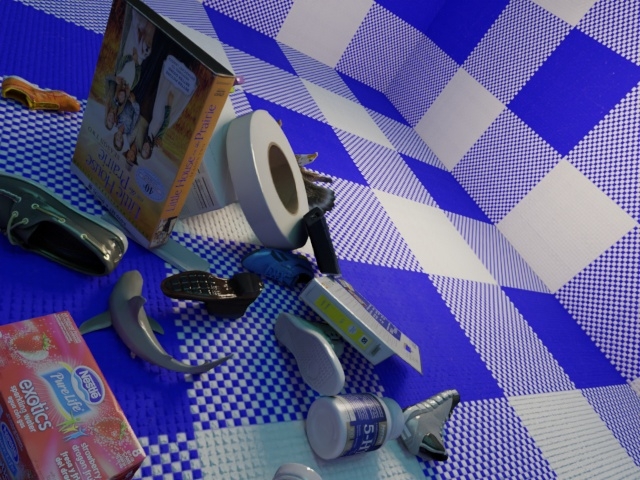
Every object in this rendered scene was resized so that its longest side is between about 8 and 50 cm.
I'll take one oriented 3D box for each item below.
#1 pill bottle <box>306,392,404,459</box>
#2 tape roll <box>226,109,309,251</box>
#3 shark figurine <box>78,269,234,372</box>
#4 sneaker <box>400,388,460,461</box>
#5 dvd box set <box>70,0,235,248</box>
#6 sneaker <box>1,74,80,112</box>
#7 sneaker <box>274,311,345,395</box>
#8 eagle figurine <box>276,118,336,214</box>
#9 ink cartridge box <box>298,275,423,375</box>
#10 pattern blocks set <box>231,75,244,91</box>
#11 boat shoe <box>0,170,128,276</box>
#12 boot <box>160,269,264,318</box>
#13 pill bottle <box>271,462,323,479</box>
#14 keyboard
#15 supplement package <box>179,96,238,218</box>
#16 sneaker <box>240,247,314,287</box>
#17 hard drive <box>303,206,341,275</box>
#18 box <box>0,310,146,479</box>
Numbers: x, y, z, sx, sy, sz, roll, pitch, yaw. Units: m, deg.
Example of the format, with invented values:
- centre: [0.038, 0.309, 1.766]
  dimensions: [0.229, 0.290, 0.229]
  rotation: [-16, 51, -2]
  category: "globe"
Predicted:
- centre: [0.075, 0.366, 0.914]
  dimensions: [0.186, 0.112, 0.112]
  rotation: [10, 40, -38]
  category: "pill bottle"
- centre: [-0.130, -0.160, 1.248]
  dimensions: [0.392, 0.071, 0.393]
  rotation: [-14, 90, -75]
  category: "tape roll"
- centre: [-0.304, 0.154, 0.817]
  dimensions: [0.278, 0.116, 0.166]
  rotation: [42, 32, 13]
  category: "shark figurine"
- centre: [0.269, 0.439, 1.060]
  dimensions: [0.228, 0.086, 0.132]
  rotation: [-6, 55, -36]
  category: "sneaker"
- centre: [-0.373, -0.236, 0.954]
  dimensions: [0.307, 0.421, 0.062]
  rotation: [42, 30, 16]
  category: "dvd box set"
- centre: [-0.711, -0.356, 1.162]
  dimensions: [0.174, 0.064, 0.068]
  rotation: [10, 59, -30]
  category: "sneaker"
- centre: [0.017, 0.240, 0.989]
  dimensions: [0.150, 0.094, 0.256]
  rotation: [17, 13, -34]
  category: "sneaker"
- centre: [-0.085, -0.230, 1.545]
  dimensions: [0.226, 0.225, 0.298]
  rotation: [-50, 125, -22]
  category: "eagle figurine"
- centre: [0.109, 0.206, 1.114]
  dimensions: [0.307, 0.072, 0.303]
  rotation: [44, 6, 10]
  category: "ink cartridge box"
- centre: [-0.327, -0.348, 1.103]
  dimensions: [0.285, 0.324, 0.026]
  rotation: [-36, 115, -52]
  category: "pattern blocks set"
- centre: [-0.518, -0.028, 0.845]
  dimensions: [0.304, 0.109, 0.091]
  rotation: [29, 26, -21]
  category: "boat shoe"
- centre: [-0.230, 0.125, 0.949]
  dimensions: [0.219, 0.106, 0.082]
  rotation: [5, 38, -35]
  category: "boot"
- centre: [-0.066, 0.441, 0.657]
  dimensions: [0.121, 0.121, 0.216]
  rotation: [37, 30, 1]
  category: "pill bottle"
- centre: [-0.375, 0.004, 1.049]
  dimensions: [0.255, 0.014, 0.072]
  rotation: [34, 25, -6]
  category: "keyboard"
- centre: [-0.299, -0.218, 1.179]
  dimensions: [0.204, 0.145, 0.262]
  rotation: [-42, 118, -59]
  category: "supplement package"
- centre: [-0.103, 0.075, 1.175]
  dimensions: [0.209, 0.069, 0.082]
  rotation: [12, 42, -37]
  category: "sneaker"
- centre: [0.000, 0.000, 1.217]
  dimensions: [0.255, 0.054, 0.172]
  rotation: [-120, -166, -80]
  category: "hard drive"
- centre: [-0.364, 0.241, 0.615]
  dimensions: [0.257, 0.128, 0.122]
  rotation: [49, 32, 21]
  category: "box"
